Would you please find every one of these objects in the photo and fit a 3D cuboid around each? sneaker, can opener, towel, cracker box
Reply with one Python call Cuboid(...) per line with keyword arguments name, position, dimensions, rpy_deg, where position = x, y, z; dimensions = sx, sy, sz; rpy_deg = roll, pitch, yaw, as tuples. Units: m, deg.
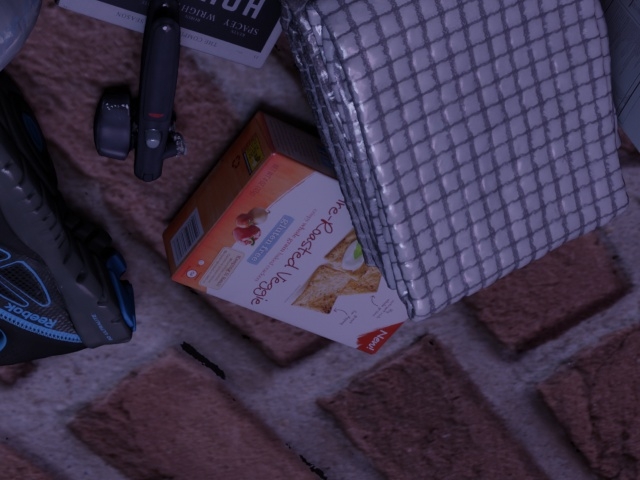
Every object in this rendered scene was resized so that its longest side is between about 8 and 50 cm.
Cuboid(name="sneaker", position=(-0.266, -0.014, 1.062), dimensions=(0.139, 0.125, 0.341), rpy_deg=(-19, 132, 4))
Cuboid(name="can opener", position=(-0.132, -0.113, 1.044), dimensions=(0.073, 0.059, 0.186), rpy_deg=(-3, 148, -20))
Cuboid(name="towel", position=(0.112, -0.111, 1.056), dimensions=(0.235, 0.121, 0.284), rpy_deg=(-28, 118, -17))
Cuboid(name="cracker box", position=(0.000, 0.000, 1.179), dimensions=(0.232, 0.067, 0.156), rpy_deg=(22, 121, -33))

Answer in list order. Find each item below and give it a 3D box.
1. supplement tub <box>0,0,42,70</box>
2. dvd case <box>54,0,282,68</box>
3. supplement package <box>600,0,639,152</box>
Cuboid(name="supplement tub", position=(-0.320, -0.242, 0.783), dimensions=(0.207, 0.207, 0.338), rpy_deg=(-22, 133, 0))
Cuboid(name="dvd case", position=(-0.072, -0.251, 0.987), dimensions=(0.179, 0.029, 0.239), rpy_deg=(14, 123, -29))
Cuboid(name="supplement package", position=(0.355, -0.137, 1.122), dimensions=(0.194, 0.203, 0.149), rpy_deg=(13, 124, -28))
